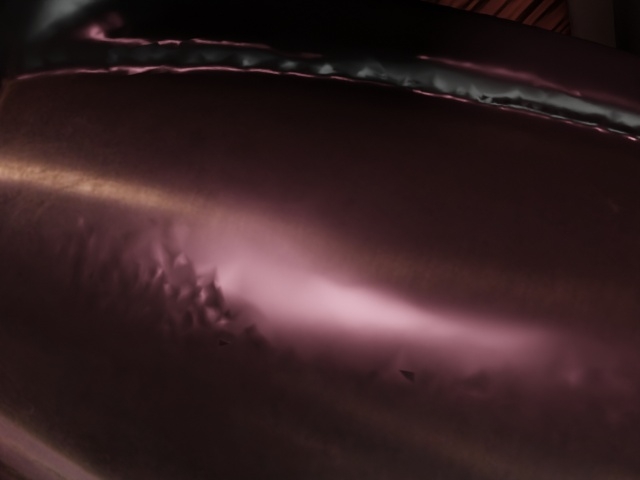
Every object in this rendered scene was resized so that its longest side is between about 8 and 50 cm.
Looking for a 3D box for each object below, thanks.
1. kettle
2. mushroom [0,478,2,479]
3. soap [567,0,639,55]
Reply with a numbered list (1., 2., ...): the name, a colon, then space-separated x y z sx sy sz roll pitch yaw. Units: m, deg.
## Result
1. kettle: -0.005 0.016 0.507 0.271 0.207 0.251 18 147 -4
2. mushroom: -0.214 0.092 0.478 0.344 0.130 0.247 -6 129 26
3. soap: 0.136 -0.104 0.562 0.119 0.066 0.198 -24 144 -4
